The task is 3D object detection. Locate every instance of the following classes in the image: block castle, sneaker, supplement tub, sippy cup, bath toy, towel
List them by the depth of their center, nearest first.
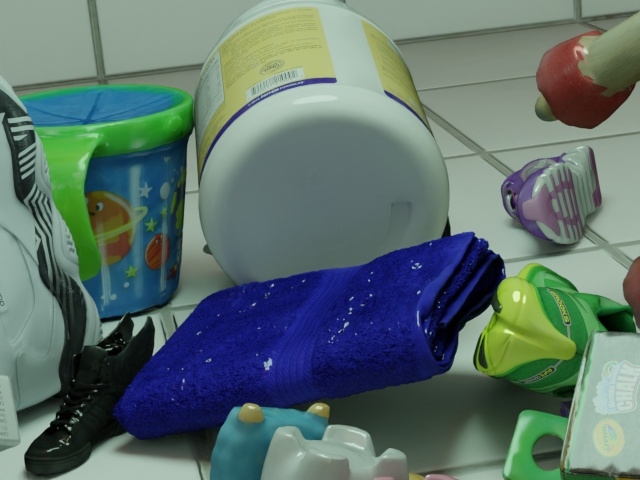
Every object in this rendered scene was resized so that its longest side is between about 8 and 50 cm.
[{"bbox_3d":[0.063,0.205,0.938,0.151,0.129,0.348,7,8,-34],"label":"bath toy"},{"bbox_3d":[0.201,0.088,1.300,0.123,0.109,0.295,21,7,10],"label":"sneaker"},{"bbox_3d":[-0.200,0.130,1.329,0.051,0.089,0.170,5,19,31],"label":"sneaker"},{"bbox_3d":[-0.009,0.077,1.331,0.308,0.076,0.227,-16,12,25],"label":"towel"},{"bbox_3d":[-0.334,0.007,1.343,0.137,0.366,0.210,-8,19,37],"label":"sneaker"},{"bbox_3d":[0.439,-0.093,1.483,0.453,0.303,0.213,-15,-9,-37],"label":"block castle"},{"bbox_3d":[-0.009,-0.101,1.566,0.241,0.241,0.331,-6,29,-3],"label":"supplement tub"},{"bbox_3d":[-0.245,-0.040,1.679,0.240,0.224,0.305,9,21,36],"label":"sippy cup"},{"bbox_3d":[0.257,-0.049,1.802,0.104,0.095,0.236,-6,10,22],"label":"sneaker"}]

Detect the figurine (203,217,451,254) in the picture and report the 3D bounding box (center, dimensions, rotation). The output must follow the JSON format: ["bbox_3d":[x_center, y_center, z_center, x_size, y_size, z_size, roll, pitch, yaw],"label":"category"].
[{"bbox_3d":[0.000,0.000,1.724,0.209,0.092,0.215,-22,22,-34],"label":"figurine"}]

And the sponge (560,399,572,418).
[{"bbox_3d":[0.271,0.162,1.173,0.117,0.031,0.210,-8,17,-8],"label":"sponge"}]

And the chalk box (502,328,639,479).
[{"bbox_3d":[0.230,0.149,0.999,0.213,0.132,0.132,1,41,22],"label":"chalk box"}]

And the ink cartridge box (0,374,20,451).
[{"bbox_3d":[-0.421,0.154,1.157,0.261,0.066,0.296,-21,-19,25],"label":"ink cartridge box"}]
